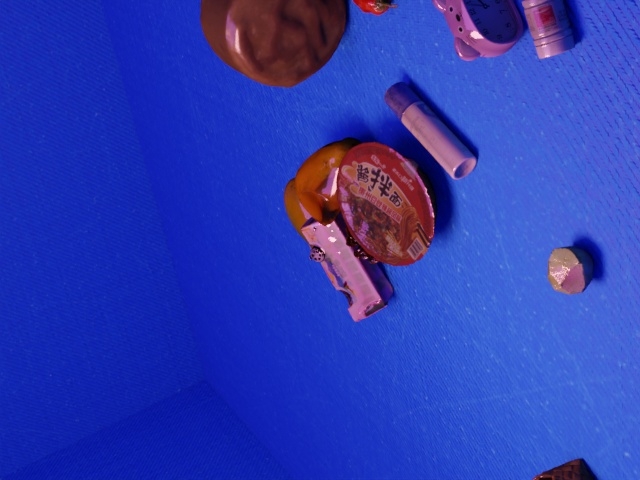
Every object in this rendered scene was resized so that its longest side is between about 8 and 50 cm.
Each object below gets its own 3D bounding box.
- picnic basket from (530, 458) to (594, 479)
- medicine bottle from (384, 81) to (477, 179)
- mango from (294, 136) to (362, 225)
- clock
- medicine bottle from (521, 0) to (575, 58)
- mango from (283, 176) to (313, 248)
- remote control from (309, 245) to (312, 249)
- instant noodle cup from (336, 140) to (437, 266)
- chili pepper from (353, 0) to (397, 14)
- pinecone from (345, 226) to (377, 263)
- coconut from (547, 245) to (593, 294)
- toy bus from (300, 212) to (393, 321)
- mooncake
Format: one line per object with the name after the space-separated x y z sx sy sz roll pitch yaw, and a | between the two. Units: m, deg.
0.454 0.516 1.930 0.137 0.179 0.128 59 157 16 | picnic basket
0.208 -0.213 1.911 0.231 0.059 0.059 53 155 29 | medicine bottle
0.029 -0.151 2.233 0.136 0.166 0.236 37 160 -4 | mango
0.251 -0.366 1.590 0.152 0.110 0.050 65 161 1 | clock
0.342 -0.324 1.494 0.058 0.058 0.091 4 116 65 | medicine bottle
-0.006 -0.047 2.488 0.156 0.114 0.251 -36 79 56 | mango
0.000 0.000 2.638 0.061 0.029 0.162 68 163 1 | remote control
0.159 -0.085 2.071 0.274 0.091 0.273 26 127 39 | instant noodle cup
0.094 -0.466 1.924 0.059 0.050 0.191 59 171 -29 | chili pepper
0.125 -0.010 2.217 0.140 0.140 0.121 39 174 48 | pinecone
0.419 0.051 1.679 0.082 0.081 0.083 -49 64 20 | coconut
0.065 0.057 2.381 0.112 0.090 0.274 -22 106 37 | toy bus
-0.090 -0.458 2.035 0.155 0.284 0.284 39 146 48 | mooncake
